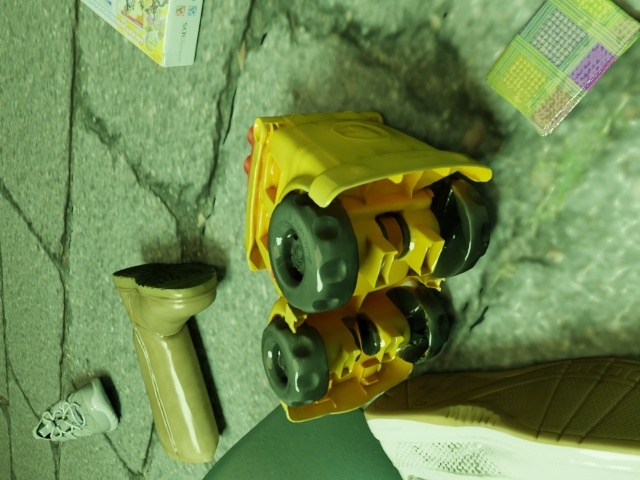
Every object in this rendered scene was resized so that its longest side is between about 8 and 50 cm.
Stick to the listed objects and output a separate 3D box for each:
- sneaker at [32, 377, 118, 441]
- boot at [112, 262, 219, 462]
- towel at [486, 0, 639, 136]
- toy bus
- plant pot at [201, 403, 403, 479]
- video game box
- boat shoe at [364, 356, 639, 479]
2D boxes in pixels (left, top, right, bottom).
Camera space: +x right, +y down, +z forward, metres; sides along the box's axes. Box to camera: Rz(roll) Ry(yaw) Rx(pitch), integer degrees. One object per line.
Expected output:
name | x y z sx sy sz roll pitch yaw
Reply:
sneaker | -0.484 0.354 1.067 0.281 0.115 0.105 -38 78 46
boot | -0.178 0.167 0.720 0.236 0.089 0.270 2 107 55
towel | 0.147 -0.113 0.339 0.060 0.009 0.083 51 133 19
toy bus | 0.000 0.000 0.444 0.211 0.149 0.220 45 136 41
plant pot | -0.020 0.332 0.499 0.248 0.252 0.247 28 123 34
video game box | -0.193 -0.314 0.574 0.205 0.048 0.187 42 128 27
boat shoe | 0.149 0.146 0.378 0.277 0.098 0.096 -21 93 54
